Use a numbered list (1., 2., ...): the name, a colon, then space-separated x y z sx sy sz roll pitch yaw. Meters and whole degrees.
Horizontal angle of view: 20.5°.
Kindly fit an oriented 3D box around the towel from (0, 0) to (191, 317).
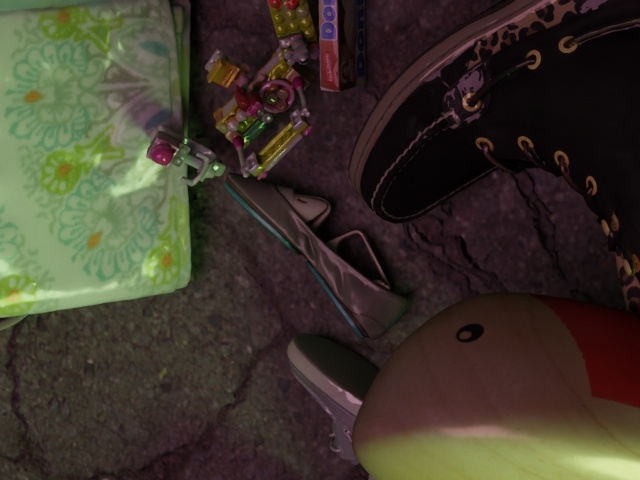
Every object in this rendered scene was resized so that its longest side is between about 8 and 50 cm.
1. towel: -0.293 -0.084 1.644 0.090 0.374 0.321 23 116 59

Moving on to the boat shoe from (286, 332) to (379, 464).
1. boat shoe: 0.048 0.181 1.668 0.227 0.079 0.081 39 114 10

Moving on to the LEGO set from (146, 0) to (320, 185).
1. LEGO set: -0.050 -0.162 1.589 0.132 0.107 0.287 15 118 -18

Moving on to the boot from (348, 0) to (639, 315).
1. boot: 0.210 -0.061 1.447 0.377 0.138 0.284 -38 60 23

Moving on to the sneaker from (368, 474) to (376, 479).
1. sneaker: 0.089 0.317 1.601 0.122 0.146 0.331 -3 123 14

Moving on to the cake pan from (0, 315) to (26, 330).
1. cake pan: -0.371 -0.049 1.853 0.293 0.054 0.293 7 105 26

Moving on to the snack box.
1. snack box: 0.020 -0.227 1.596 0.022 0.064 0.178 4 104 24

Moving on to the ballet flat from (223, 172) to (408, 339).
1. ballet flat: 0.000 0.000 1.669 0.068 0.072 0.213 -42 80 1

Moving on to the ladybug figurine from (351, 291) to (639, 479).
1. ladybug figurine: 0.234 0.155 1.418 0.305 0.449 0.162 -16 60 53
